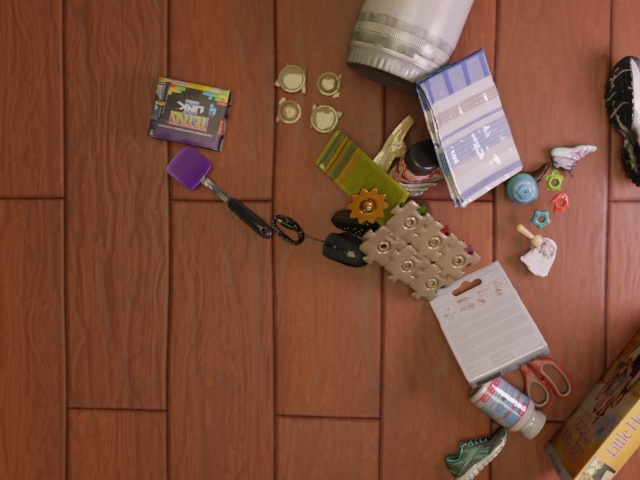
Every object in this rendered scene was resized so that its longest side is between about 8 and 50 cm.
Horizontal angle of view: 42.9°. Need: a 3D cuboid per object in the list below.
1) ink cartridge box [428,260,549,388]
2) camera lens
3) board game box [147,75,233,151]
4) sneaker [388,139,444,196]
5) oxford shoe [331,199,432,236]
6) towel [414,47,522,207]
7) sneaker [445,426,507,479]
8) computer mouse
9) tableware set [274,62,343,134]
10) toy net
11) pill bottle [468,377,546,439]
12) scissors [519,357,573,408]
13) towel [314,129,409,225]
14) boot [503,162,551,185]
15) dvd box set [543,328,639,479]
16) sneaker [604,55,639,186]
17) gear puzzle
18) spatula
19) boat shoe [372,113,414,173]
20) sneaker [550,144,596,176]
[{"bbox_3d":[0.367,0.185,1.801,0.189,0.066,0.232,-26,53,5],"label":"ink cartridge box"},{"bbox_3d":[0.193,-0.471,1.730,0.219,0.219,0.274,21,93,4],"label":"camera lens"},{"bbox_3d":[-0.298,-0.290,1.868,0.170,0.048,0.141,12,92,5],"label":"board game box"},{"bbox_3d":[0.272,-0.175,1.799,0.270,0.145,0.090,-17,74,-30],"label":"sneaker"},{"bbox_3d":[0.138,-0.058,1.830,0.227,0.083,0.096,1,67,9],"label":"oxford shoe"},{"bbox_3d":[0.316,-0.235,1.708,0.209,0.034,0.285,-29,107,-26],"label":"towel"},{"bbox_3d":[0.348,0.471,1.826,0.076,0.065,0.166,45,93,6],"label":"sneaker"},{"bbox_3d":[0.000,0.000,1.853,0.242,0.041,0.071,19,94,5],"label":"computer mouse"},{"bbox_3d":[-0.027,-0.323,1.856,0.169,0.020,0.141,12,95,4],"label":"tableware set"},{"bbox_3d":[0.486,-0.037,1.791,0.122,0.045,0.232,-11,105,6],"label":"toy net"},{"bbox_3d":[0.414,0.367,1.802,0.160,0.087,0.087,35,94,3],"label":"pill bottle"},{"bbox_3d":[0.446,0.248,1.832,0.109,0.021,0.297,-37,87,8],"label":"scissors"},{"bbox_3d":[0.087,-0.136,1.789,0.237,0.021,0.102,45,118,26],"label":"towel"},{"bbox_3d":[0.440,-0.163,1.812,0.114,0.037,0.106,41,93,7],"label":"boot"},{"bbox_3d":[0.630,0.322,1.673,0.062,0.307,0.420,38,95,6],"label":"dvd box set"},{"bbox_3d":[0.707,-0.262,1.763,0.122,0.110,0.283,-13,93,-12],"label":"sneaker"},{"bbox_3d":[0.178,-0.004,1.754,0.339,0.044,0.175,36,111,-28],"label":"gear puzzle"},{"bbox_3d":[-0.225,-0.104,1.875,0.296,0.030,0.084,39,92,3],"label":"spatula"},{"bbox_3d":[0.166,-0.202,1.824,0.059,0.063,0.170,35,104,1],"label":"boat shoe"},{"bbox_3d":[0.561,-0.175,1.800,0.098,0.038,0.069,-5,93,15],"label":"sneaker"}]
